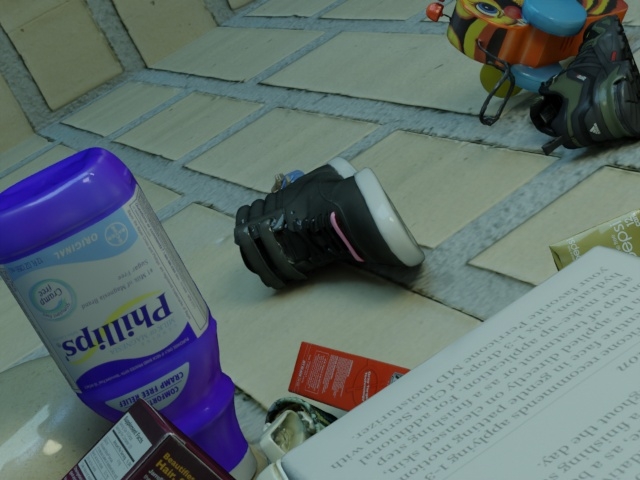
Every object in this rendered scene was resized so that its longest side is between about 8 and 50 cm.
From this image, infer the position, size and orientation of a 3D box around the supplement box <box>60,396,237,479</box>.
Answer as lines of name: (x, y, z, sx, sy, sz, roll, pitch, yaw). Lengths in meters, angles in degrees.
supplement box: (-0.137, 0.210, 0.829, 0.188, 0.104, 0.081, -47, 24, -8)

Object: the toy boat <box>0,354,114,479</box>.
toy boat: (-0.279, 0.187, 1.106, 0.267, 0.148, 0.318, -37, 29, -10)

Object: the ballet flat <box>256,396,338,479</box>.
ballet flat: (-0.020, 0.169, 0.897, 0.070, 0.070, 0.188, -25, 19, 6)

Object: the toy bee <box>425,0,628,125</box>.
toy bee: (0.209, -0.247, 1.405, 0.298, 0.162, 0.195, -9, -48, -61)

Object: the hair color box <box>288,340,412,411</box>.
hair color box: (0.045, 0.111, 0.938, 0.141, 0.072, 0.043, 6, 79, 57)

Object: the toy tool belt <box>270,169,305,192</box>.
toy tool belt: (-0.031, -0.062, 1.482, 0.052, 0.051, 0.083, -26, 20, 2)

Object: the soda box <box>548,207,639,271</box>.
soda box: (0.196, 0.032, 0.835, 0.061, 0.058, 0.181, -23, -16, 12)

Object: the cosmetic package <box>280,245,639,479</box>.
cosmetic package: (0.184, 0.163, 0.523, 0.230, 0.161, 0.453, -32, 21, -13)

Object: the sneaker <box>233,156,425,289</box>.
sneaker: (0.000, 0.000, 1.236, 0.147, 0.104, 0.296, -31, 15, -5)

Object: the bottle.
bottle: (-0.139, 0.074, 0.961, 0.118, 0.283, 0.092, -25, 20, 4)

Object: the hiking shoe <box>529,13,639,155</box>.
hiking shoe: (0.264, -0.160, 1.303, 0.114, 0.086, 0.227, -19, 22, 18)
